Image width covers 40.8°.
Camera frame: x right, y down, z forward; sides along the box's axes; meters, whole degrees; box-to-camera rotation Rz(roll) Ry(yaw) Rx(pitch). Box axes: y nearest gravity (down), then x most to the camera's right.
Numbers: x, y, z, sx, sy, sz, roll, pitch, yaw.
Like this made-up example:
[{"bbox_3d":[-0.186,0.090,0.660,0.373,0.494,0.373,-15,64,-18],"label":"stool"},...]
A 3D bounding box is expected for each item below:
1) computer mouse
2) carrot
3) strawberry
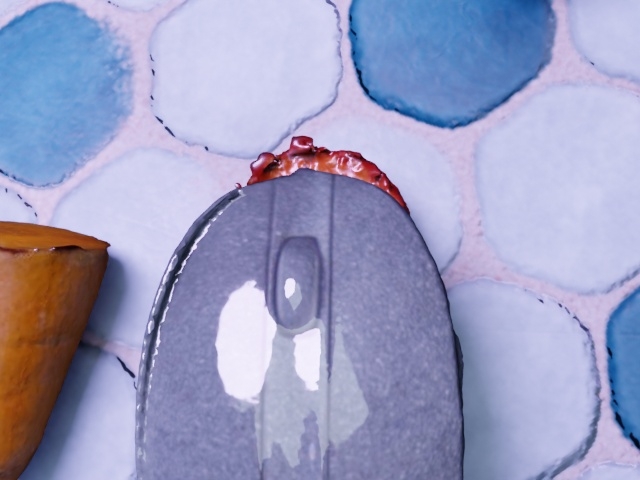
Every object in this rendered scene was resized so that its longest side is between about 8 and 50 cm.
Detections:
[{"bbox_3d":[-0.009,0.142,0.550,0.203,0.114,0.374,-2,96,7],"label":"computer mouse"},{"bbox_3d":[-0.248,0.097,0.637,0.159,0.159,0.225,6,89,9],"label":"carrot"},{"bbox_3d":[0.000,0.000,0.639,0.145,0.086,0.145,-1,85,8],"label":"strawberry"}]
